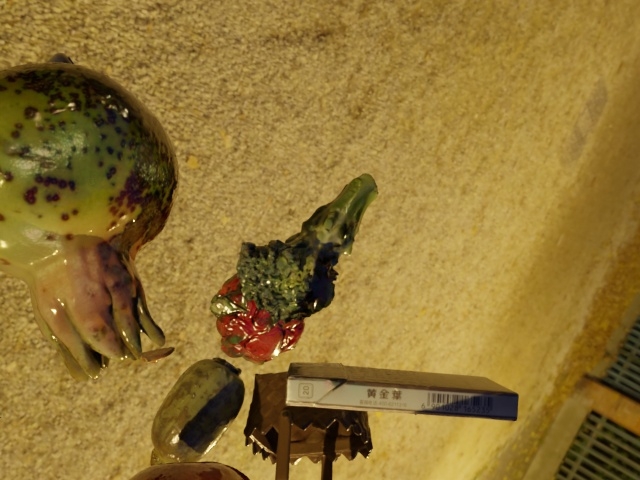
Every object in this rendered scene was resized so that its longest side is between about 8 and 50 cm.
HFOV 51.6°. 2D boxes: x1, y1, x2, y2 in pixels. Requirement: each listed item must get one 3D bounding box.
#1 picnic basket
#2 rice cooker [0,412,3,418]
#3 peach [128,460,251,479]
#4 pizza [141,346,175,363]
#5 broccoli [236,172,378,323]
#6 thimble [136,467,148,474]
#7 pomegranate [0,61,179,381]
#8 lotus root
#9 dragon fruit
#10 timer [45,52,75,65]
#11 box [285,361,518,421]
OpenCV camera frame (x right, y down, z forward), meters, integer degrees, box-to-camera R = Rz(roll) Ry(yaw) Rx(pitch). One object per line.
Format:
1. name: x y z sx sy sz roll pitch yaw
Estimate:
1. picnic basket: -0.026 0.474 1.573 0.254 0.291 0.321 58 28 -47
2. rice cooker: -0.983 0.492 1.804 0.206 0.145 0.127 28 53 -46
3. peach: -0.182 0.453 0.914 0.332 0.307 0.308 -98 -149 -81
4. pizza: -0.437 0.313 1.794 0.099 0.100 0.029 -13 98 -30
5. broccoli: -0.002 -0.006 1.015 0.304 0.145 0.165 -46 -175 -37
6. thimble: -0.320 0.542 1.250 0.149 0.211 0.185 -44 145 16
7. pomegranate: -0.241 -0.020 0.611 0.222 0.203 0.277 -8 102 -50
8. lotus root: -0.304 0.430 1.611 0.309 0.173 0.173 -57 150 -15
9. dragon fruit: -0.101 0.124 1.147 0.188 0.182 0.182 -113 -134 -78
10. timer: -0.733 -0.268 1.689 0.383 0.270 0.270 -35 145 -8
11. box: 0.111 0.224 0.998 0.180 0.324 0.047 99 -4 -86
